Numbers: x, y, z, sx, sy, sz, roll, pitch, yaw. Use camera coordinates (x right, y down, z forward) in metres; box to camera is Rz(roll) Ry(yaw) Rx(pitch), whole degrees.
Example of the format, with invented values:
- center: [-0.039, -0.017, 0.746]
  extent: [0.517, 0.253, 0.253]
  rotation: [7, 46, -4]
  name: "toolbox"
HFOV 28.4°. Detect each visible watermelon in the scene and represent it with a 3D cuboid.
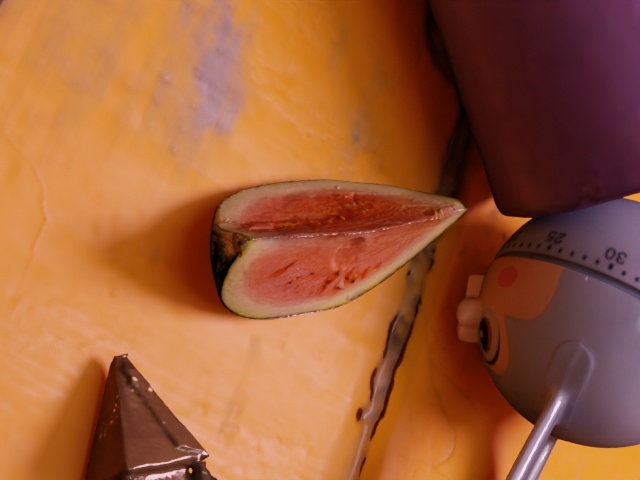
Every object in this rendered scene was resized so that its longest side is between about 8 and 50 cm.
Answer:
- center: [-0.009, -0.007, 0.707]
  extent: [0.163, 0.087, 0.069]
  rotation: [-8, 59, -41]
  name: "watermelon"

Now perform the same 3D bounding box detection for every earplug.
- center: [0.127, -0.254, 0.763]
  extent: [0.215, 0.215, 0.456]
  rotation: [-30, 101, -38]
  name: "earplug"

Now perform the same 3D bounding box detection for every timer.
- center: [0.139, 0.082, 0.788]
  extent: [0.255, 0.175, 0.175]
  rotation: [-39, 113, -4]
  name: "timer"

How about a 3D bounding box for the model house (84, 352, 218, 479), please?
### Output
- center: [-0.062, 0.168, 0.601]
  extent: [0.180, 0.176, 0.248]
  rotation: [-4, 72, -39]
  name: "model house"
